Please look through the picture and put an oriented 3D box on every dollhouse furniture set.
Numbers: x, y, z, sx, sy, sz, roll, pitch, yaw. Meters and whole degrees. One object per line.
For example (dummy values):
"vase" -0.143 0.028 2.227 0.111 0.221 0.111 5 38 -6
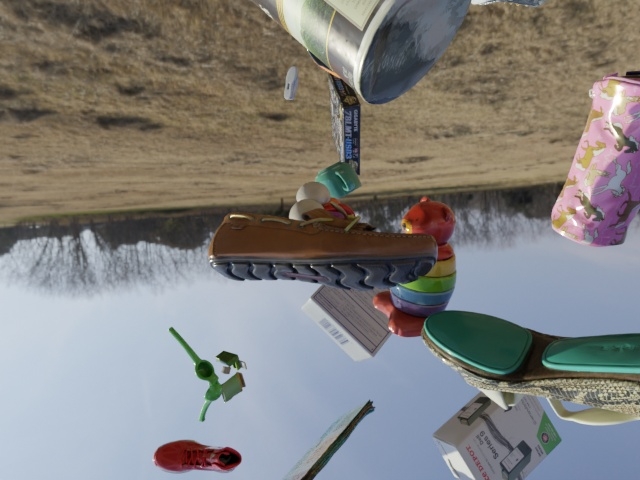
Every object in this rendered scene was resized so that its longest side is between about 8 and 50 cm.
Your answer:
"dollhouse furniture set" -0.238 0.376 1.264 0.059 0.151 0.076 7 -153 38

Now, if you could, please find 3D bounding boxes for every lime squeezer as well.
"lime squeezer" -0.320 0.368 1.239 0.110 0.310 0.059 8 -152 42

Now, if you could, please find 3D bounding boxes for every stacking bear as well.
"stacking bear" 0.233 0.049 1.051 0.165 0.288 0.175 -1 -157 -14

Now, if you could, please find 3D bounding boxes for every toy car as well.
"toy car" 0.010 -0.029 0.992 0.137 0.159 0.182 4 -146 7

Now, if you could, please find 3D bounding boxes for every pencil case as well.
"pencil case" 0.648 -0.170 1.023 0.160 0.385 0.167 -1 -151 -8

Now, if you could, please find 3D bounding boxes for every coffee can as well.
"coffee can" 0.033 -0.347 0.614 0.202 0.275 0.201 -38 161 -15

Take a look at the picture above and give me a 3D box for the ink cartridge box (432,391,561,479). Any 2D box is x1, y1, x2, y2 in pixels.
"ink cartridge box" 0.490 0.552 1.279 0.289 0.211 0.121 -33 -176 -19

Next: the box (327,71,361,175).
"box" 0.089 -0.440 1.708 0.074 0.295 0.293 -10 -135 -4

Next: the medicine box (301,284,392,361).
"medicine box" 0.135 0.195 1.496 0.289 0.263 0.149 -45 176 -25

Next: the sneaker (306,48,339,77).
"sneaker" 0.000 -0.418 0.825 0.124 0.321 0.180 -44 180 26

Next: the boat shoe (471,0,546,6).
"boat shoe" 0.410 -0.524 0.972 0.083 0.065 0.183 32 165 -34

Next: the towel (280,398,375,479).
"towel" 0.011 0.689 1.514 0.370 0.040 0.271 -34 167 -40

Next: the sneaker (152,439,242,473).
"sneaker" -0.306 0.545 1.172 0.222 0.086 0.128 9 147 -21

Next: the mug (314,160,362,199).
"mug" 0.056 -0.184 1.382 0.158 0.097 0.129 -21 -171 44

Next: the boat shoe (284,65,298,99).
"boat shoe" -0.084 -0.484 1.417 0.035 0.100 0.035 22 -161 31

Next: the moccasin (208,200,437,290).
"moccasin" 0.001 0.001 0.771 0.381 0.146 0.139 0 154 23

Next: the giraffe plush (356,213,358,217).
"giraffe plush" 0.062 -0.059 1.994 0.171 0.210 0.181 23 149 -14

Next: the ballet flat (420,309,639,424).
"ballet flat" 0.406 0.245 0.839 0.483 0.181 0.164 -3 -153 48
